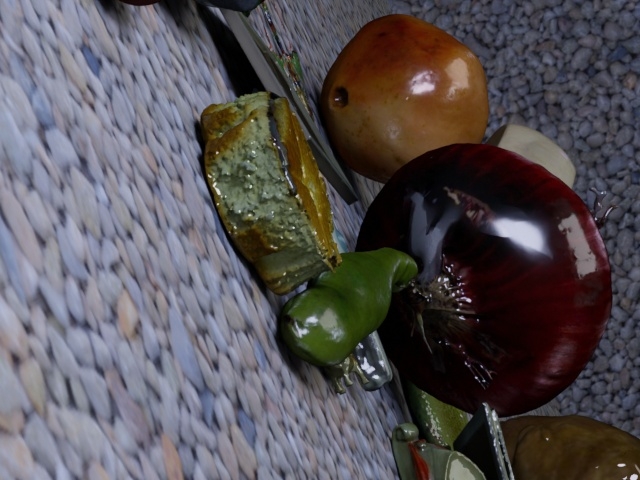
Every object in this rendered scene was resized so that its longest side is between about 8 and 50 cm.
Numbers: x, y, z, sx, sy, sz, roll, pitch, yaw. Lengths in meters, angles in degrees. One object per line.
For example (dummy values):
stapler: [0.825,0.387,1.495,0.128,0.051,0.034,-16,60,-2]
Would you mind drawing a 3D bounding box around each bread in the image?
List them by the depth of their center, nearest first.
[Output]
bread: [-0.037,-0.037,1.235,0.128,0.069,0.140,-99,165,-52]
bread: [0.143,0.213,1.763,0.228,0.033,0.228,-23,90,-80]

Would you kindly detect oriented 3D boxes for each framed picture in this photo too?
framed picture: [-0.033,-0.137,1.522,0.184,0.016,0.250,60,4,14]
framed picture: [0.178,0.303,1.531,0.217,0.017,0.274,105,-27,-74]

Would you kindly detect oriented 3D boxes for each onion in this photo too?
onion: [0.176,0.032,1.597,0.285,0.273,0.273,-23,90,-47]

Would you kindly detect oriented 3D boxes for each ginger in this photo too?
ginger: [0.359,0.334,2.144,0.200,0.223,0.269,49,23,-52]

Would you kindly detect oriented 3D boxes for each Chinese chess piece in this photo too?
Chinese chess piece: [0.182,-0.005,1.813,0.102,0.273,0.273,33,13,-2]

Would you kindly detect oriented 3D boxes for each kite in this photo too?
kite: [-0.050,-0.227,1.778,0.198,0.006,0.244,-19,87,-80]

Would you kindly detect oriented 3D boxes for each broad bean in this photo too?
broad bean: [0.037,0.053,1.336,0.318,0.056,0.098,0,67,-66]

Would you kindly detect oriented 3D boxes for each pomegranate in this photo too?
pomegranate: [0.098,-0.166,1.889,0.209,0.209,0.209,-22,90,-80]

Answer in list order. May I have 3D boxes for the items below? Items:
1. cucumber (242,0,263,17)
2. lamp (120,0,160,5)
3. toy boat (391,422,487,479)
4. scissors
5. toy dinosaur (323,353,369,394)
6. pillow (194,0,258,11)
cucumber: [-0.100,-0.373,1.569,0.145,0.105,0.325,-93,161,-65]
lamp: [-0.121,-0.214,1.113,0.101,0.090,0.101,17,90,-75]
toy boat: [0.119,0.249,1.460,0.089,0.071,0.185,-13,77,-37]
scissors: [0.000,0.000,1.436,0.138,0.041,0.289,61,8,-76]
toy dinosaur: [0.014,0.107,1.325,0.041,0.026,0.113,68,17,6]
pillow: [-0.122,-0.284,1.258,0.161,0.092,0.335,63,7,27]
